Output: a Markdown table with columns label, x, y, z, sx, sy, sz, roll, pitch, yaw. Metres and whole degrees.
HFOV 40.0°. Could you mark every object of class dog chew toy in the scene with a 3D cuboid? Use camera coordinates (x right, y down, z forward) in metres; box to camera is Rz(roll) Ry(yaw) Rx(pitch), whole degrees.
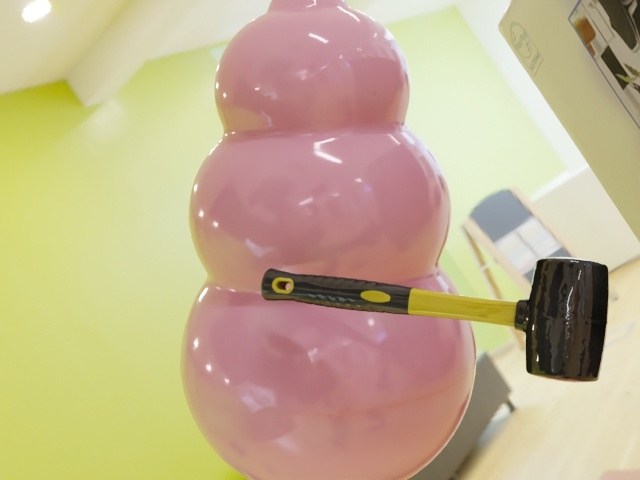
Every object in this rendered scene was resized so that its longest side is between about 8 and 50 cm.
| label | x | y | z | sx | sy | sz | roll | pitch | yaw |
| --- | --- | --- | --- | --- | --- | --- | --- | --- | --- |
| dog chew toy | 0.000 | 0.000 | 0.602 | 0.206 | 0.332 | 0.206 | -4 | 10 | 1 |

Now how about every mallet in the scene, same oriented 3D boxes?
| label | x | y | z | sx | sy | sz | roll | pitch | yaw |
| --- | --- | --- | --- | --- | --- | --- | --- | --- | --- |
| mallet | 0.057 | 0.024 | 0.468 | 0.039 | 0.189 | 0.062 | 19 | -95 | -66 |

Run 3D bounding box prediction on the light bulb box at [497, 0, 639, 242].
| label | x | y | z | sx | sy | sz | roll | pitch | yaw |
| --- | --- | --- | --- | --- | --- | --- | --- | --- | --- |
| light bulb box | 0.360 | -0.103 | 0.487 | 0.358 | 0.361 | 0.225 | -27 | -13 | -9 |
